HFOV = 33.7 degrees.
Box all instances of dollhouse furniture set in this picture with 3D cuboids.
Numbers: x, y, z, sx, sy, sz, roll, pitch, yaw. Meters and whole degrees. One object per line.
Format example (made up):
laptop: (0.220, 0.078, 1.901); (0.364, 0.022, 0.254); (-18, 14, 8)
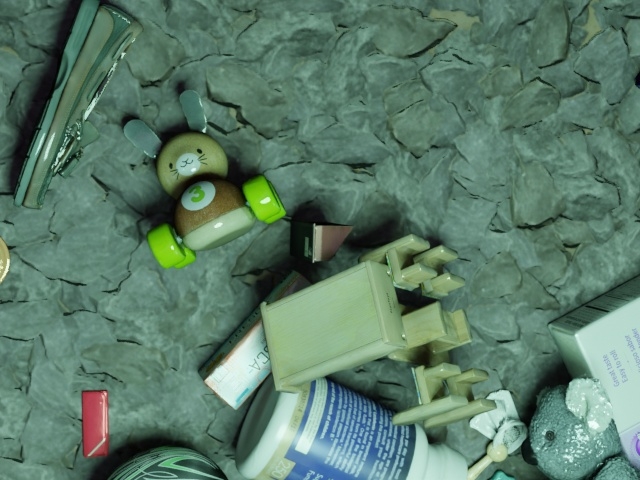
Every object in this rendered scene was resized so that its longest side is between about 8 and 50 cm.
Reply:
dollhouse furniture set: (0.070, 0.117, 1.274); (0.161, 0.242, 0.212); (-25, 65, 29)

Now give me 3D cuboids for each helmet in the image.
helmet: (-0.189, 0.330, 1.274); (0.169, 0.169, 0.161); (-42, 116, -6)

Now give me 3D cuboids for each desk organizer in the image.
desk organizer: (0.000, 0.000, 1.307); (0.050, 0.130, 0.047); (1, 93, -14)

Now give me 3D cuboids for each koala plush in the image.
koala plush: (0.336, 0.284, 1.344); (0.203, 0.196, 0.221); (-11, 74, -5)

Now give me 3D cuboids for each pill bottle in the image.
pill bottle: (0.040, 0.270, 1.321); (0.264, 0.153, 0.153); (26, 88, -12)

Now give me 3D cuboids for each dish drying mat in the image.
dish drying mat: (-0.282, 0.230, 1.325); (0.032, 0.008, 0.083); (-1, 94, -11)

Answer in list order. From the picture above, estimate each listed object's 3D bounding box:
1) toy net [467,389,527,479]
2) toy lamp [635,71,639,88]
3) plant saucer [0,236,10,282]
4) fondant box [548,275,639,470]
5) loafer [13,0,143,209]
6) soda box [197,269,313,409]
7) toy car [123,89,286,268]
toy net: (0.252, 0.321, 1.423); (0.122, 0.045, 0.232); (6, 92, -12)
toy lamp: (0.554, -0.153, 1.440); (0.274, 0.080, 0.080); (39, 85, -10)
plant saucer: (-0.420, 0.024, 1.281); (0.083, 0.013, 0.084); (-1, 93, -12)
fondant box: (0.510, 0.151, 1.440); (0.330, 0.096, 0.238); (-26, 99, -8)
loafer: (-0.288, -0.157, 1.259); (0.084, 0.096, 0.268); (19, 88, -18)
soda box: (-0.071, 0.124, 1.334); (0.058, 0.063, 0.183); (44, 85, -13)
toy car: (-0.154, -0.082, 1.273); (0.155, 0.149, 0.188); (-27, 87, 1)
